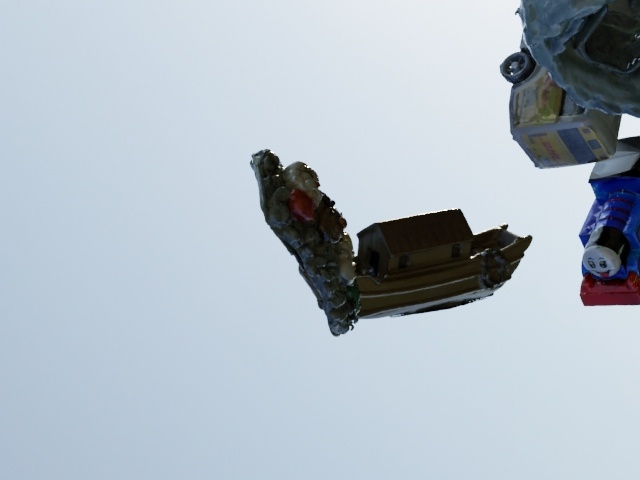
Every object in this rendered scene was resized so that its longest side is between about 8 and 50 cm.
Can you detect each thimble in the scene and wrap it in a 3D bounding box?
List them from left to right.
[{"bbox_3d":[0.319,-0.244,1.485,0.250,0.205,0.172,11,-131,-6],"label":"thimble"}]

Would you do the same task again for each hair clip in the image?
[{"bbox_3d":[0.002,0.000,2.003,0.321,0.091,0.138,59,-166,-48],"label":"hair clip"}]

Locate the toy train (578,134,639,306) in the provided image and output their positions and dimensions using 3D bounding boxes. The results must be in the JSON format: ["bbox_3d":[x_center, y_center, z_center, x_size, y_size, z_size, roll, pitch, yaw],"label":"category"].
[{"bbox_3d":[0.375,-0.021,1.800,0.131,0.082,0.204,61,-137,-33],"label":"toy train"}]

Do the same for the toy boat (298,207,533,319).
[{"bbox_3d":[0.161,0.027,2.374,0.445,0.136,0.162,-7,-68,-38],"label":"toy boat"}]

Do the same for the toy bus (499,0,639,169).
[{"bbox_3d":[0.302,-0.250,1.727,0.097,0.138,0.343,42,-126,-43],"label":"toy bus"}]
